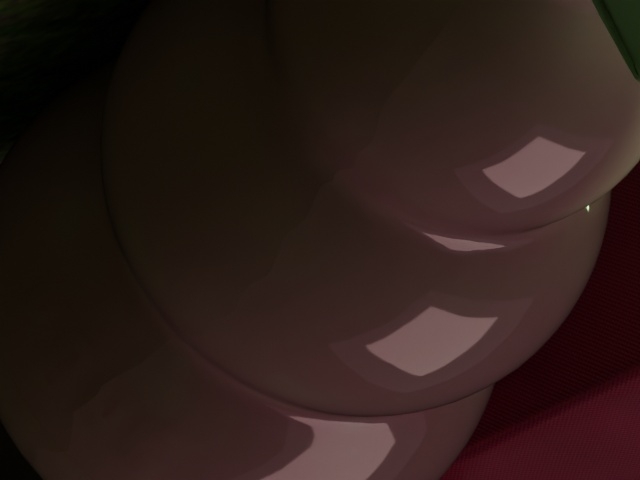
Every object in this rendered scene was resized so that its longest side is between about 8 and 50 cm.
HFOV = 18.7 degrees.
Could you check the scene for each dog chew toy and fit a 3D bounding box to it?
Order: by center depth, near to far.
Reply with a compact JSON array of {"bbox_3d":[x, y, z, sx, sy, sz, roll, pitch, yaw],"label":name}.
[{"bbox_3d":[0.004,-0.017,0.677,0.206,0.206,0.332,-24,166,-36],"label":"dog chew toy"}]

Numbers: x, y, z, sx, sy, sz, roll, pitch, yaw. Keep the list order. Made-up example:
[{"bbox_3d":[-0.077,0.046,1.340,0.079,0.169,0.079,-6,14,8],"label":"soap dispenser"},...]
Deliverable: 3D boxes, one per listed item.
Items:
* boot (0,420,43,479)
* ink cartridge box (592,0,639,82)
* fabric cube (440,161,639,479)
[{"bbox_3d":[-0.158,0.102,0.868,0.248,0.207,0.090,-29,174,11],"label":"boot"},{"bbox_3d":[0.149,-0.141,0.538,0.176,0.127,0.128,-23,173,-45],"label":"ink cartridge box"},{"bbox_3d":[0.159,0.014,0.909,0.258,0.254,0.259,-32,139,30],"label":"fabric cube"}]
